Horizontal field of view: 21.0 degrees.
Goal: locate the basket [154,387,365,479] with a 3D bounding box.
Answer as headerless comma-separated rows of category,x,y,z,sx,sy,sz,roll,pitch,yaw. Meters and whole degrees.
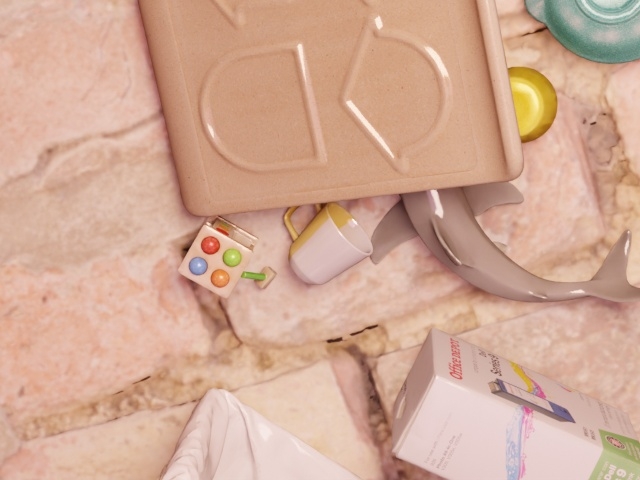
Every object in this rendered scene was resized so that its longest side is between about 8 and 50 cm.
basket,-0.052,0.357,1.533,0.331,0.328,0.266,35,104,-6

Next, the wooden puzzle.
wooden puzzle,0.001,-0.195,1.498,0.348,0.080,0.322,-5,103,29

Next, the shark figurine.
shark figurine,0.153,0.009,1.554,0.278,0.116,0.166,36,103,-4

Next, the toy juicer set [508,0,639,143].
toy juicer set,0.234,-0.252,1.506,0.329,0.089,0.209,-37,88,13

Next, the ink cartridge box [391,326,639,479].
ink cartridge box,0.177,0.177,1.567,0.212,0.154,0.093,23,103,-2

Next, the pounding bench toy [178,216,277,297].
pounding bench toy,-0.080,0.022,1.589,0.083,0.065,0.052,29,102,-4

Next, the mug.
mug,0.003,0.003,1.593,0.064,0.078,0.062,-42,131,19
